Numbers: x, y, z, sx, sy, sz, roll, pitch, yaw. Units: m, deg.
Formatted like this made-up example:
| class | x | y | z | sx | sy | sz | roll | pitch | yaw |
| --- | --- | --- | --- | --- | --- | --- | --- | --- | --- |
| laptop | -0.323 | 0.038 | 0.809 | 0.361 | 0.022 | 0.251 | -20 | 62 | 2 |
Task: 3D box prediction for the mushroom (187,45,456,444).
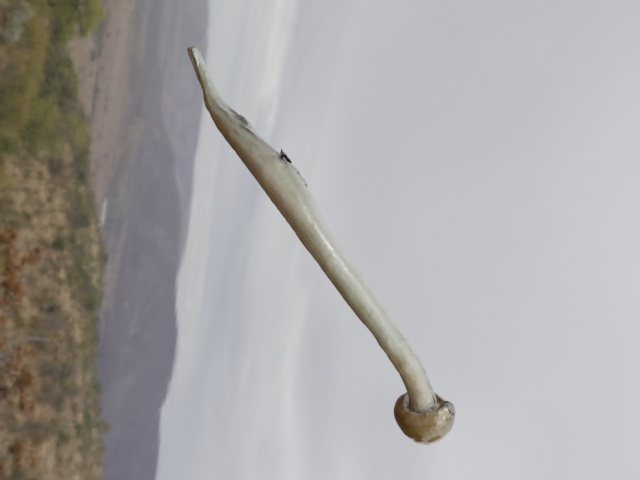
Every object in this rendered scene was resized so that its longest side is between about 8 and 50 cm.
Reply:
| class | x | y | z | sx | sy | sz | roll | pitch | yaw |
| --- | --- | --- | --- | --- | --- | --- | --- | --- | --- |
| mushroom | -0.002 | 0.002 | 0.590 | 0.306 | 0.043 | 0.068 | 57 | -30 | -4 |
